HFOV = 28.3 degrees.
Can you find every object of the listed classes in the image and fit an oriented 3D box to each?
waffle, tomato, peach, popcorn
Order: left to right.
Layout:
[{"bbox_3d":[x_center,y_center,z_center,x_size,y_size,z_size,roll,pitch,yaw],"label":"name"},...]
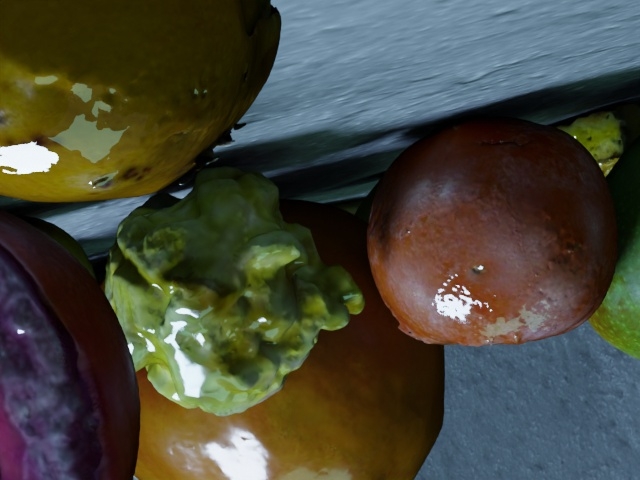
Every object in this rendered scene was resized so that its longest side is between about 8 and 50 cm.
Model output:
[{"bbox_3d":[-0.255,0.121,0.793,0.335,0.290,0.176,-23,177,16],"label":"tomato"},{"bbox_3d":[-0.073,0.036,0.960,0.187,0.185,0.167,-37,-158,32],"label":"popcorn"},{"bbox_3d":[-0.052,0.112,1.188,0.343,0.343,0.301,-15,147,28],"label":"peach"},{"bbox_3d":[0.139,-0.008,1.040,0.208,0.184,0.208,-3,180,0],"label":"tomato"},{"bbox_3d":[0.294,-0.096,1.296,0.160,0.055,0.211,-17,173,43],"label":"waffle"}]

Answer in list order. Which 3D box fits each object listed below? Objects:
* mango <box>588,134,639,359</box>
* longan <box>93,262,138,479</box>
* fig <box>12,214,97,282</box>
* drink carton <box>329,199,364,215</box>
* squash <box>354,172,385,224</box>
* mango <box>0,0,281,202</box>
[{"bbox_3d":[0.353,-0.030,1.083,0.225,0.201,0.382,-32,165,-39],"label":"mango"},{"bbox_3d":[-0.210,0.209,1.583,0.391,0.391,0.391,-14,177,-1],"label":"longan"},{"bbox_3d":[-0.240,0.039,0.945,0.153,0.121,0.136,11,172,-4],"label":"fig"},{"bbox_3d":[0.000,0.000,1.516,0.200,0.084,0.074,-9,164,-42],"label":"drink carton"},{"bbox_3d":[0.081,-0.036,1.328,0.200,0.075,0.090,-37,-174,24],"label":"squash"},{"bbox_3d":[-0.065,-0.052,0.371,0.105,0.084,0.159,-9,178,14],"label":"mango"}]
